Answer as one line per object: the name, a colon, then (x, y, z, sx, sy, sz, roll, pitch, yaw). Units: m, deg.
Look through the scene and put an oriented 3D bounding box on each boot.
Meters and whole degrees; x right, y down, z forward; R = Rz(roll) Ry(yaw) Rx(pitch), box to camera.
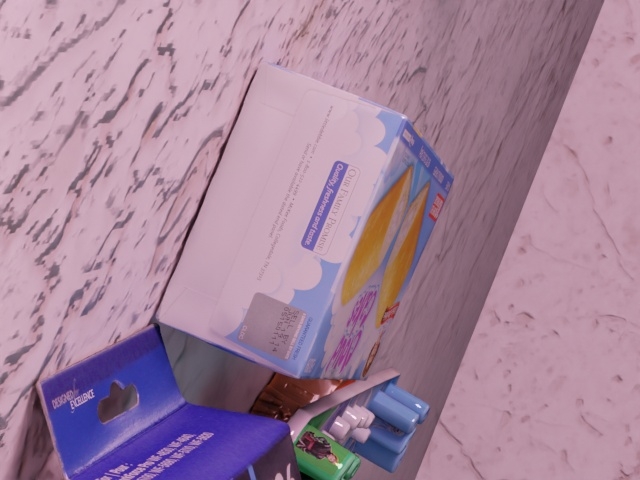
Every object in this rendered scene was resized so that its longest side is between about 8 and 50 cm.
boot: (-0.009, 0.115, 1.329, 0.158, 0.059, 0.084, -51, 166, -30)

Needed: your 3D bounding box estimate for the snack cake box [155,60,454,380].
snack cake box: (0.000, 0.000, 1.034, 0.264, 0.089, 0.152, 25, 87, -79)

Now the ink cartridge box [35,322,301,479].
ink cartridge box: (-0.041, 0.206, 0.850, 0.165, 0.065, 0.333, -30, 106, -73)

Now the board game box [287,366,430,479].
board game box: (-0.056, 0.284, 1.287, 0.390, 0.050, 0.390, -59, 170, 6)
